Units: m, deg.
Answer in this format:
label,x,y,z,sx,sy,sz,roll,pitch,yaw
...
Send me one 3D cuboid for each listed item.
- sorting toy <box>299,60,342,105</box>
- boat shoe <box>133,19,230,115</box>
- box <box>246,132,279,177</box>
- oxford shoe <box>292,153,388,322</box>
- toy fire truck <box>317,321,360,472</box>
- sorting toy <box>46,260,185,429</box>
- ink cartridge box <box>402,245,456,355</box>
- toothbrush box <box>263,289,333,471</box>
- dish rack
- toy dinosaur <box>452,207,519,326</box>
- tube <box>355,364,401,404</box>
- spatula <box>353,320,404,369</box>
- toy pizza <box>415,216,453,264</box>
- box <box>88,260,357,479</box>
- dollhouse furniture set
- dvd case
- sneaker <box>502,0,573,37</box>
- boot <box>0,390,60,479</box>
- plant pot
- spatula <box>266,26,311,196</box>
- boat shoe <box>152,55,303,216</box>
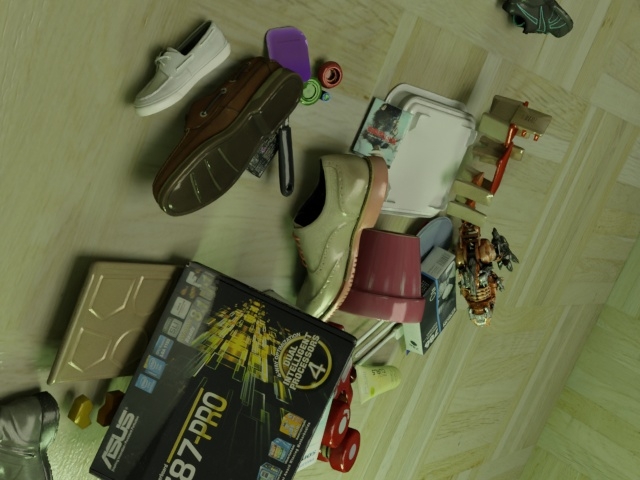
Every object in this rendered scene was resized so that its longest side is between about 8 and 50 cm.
label,x,y,z,sx,sy,sz,roll,pitch,yaw
sorting toy,-0.007,-0.276,1.449,0.102,0.042,0.061,-34,124,-14
boat shoe,-0.208,-0.253,1.192,0.184,0.066,0.063,-42,128,-19
box,-0.106,-0.158,1.423,0.083,0.018,0.067,-58,145,-2
oxford shoe,0.000,0.000,1.613,0.147,0.140,0.397,9,117,-21
toy fire truck,0.017,0.360,1.856,0.254,0.169,0.302,-61,151,-31
sorting toy,-0.351,0.172,1.342,0.229,0.041,0.307,4,112,-61
ink cartridge box,0.274,0.172,2.060,0.165,0.065,0.332,-50,152,-22
toothbrush box,-0.093,0.281,1.594,0.126,0.216,0.295,-15,127,-45
dish rack,0.218,-0.174,1.773,0.333,0.072,0.285,4,112,-51
toy dinosaur,0.397,0.043,2.032,0.218,0.164,0.321,-9,112,-68
tube,0.136,0.346,2.015,0.062,0.070,0.240,-52,158,11
spatula,0.161,0.224,2.018,0.242,0.019,0.168,-39,153,-27
toy pizza,0.249,0.027,1.986,0.201,0.032,0.201,-36,144,-31
box,-0.159,0.275,1.388,0.394,0.318,0.097,-64,175,-1
dollhouse furniture set,0.415,-0.189,1.855,0.262,0.135,0.259,-54,161,-35
dvd case,0.123,-0.212,1.626,0.087,0.013,0.119,23,101,-12
sneaker,0.487,-0.517,1.853,0.106,0.101,0.267,-44,150,17
boot,-0.503,0.350,1.269,0.161,0.083,0.246,-5,112,-44
plant pot,0.135,0.070,1.759,0.201,0.201,0.180,6,95,-53
spatula,-0.056,-0.214,1.407,0.084,0.030,0.296,-19,123,-36
boat shoe,-0.160,-0.166,1.282,0.307,0.104,0.110,-47,152,-20
